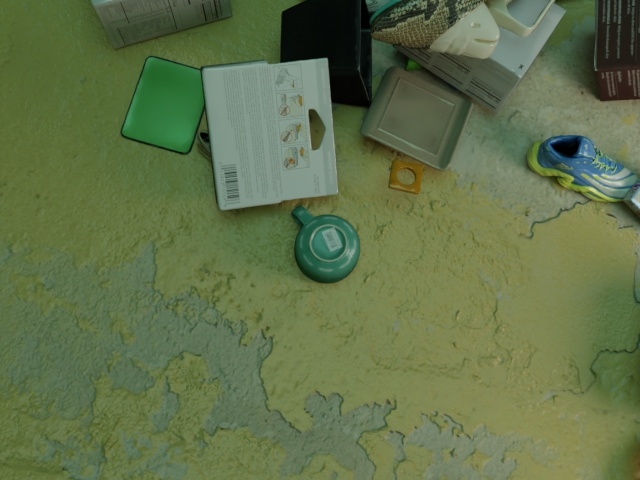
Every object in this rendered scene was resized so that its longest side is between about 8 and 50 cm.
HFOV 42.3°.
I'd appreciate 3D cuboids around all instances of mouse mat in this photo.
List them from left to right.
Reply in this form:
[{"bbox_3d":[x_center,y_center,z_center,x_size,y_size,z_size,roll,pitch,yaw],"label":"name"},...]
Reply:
[{"bbox_3d":[-0.317,-0.282,1.717,0.152,0.007,0.190,16,79,1],"label":"mouse mat"}]

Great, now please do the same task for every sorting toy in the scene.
[{"bbox_3d":[0.195,-0.244,1.694,0.196,0.047,0.348,24,66,0],"label":"sorting toy"}]

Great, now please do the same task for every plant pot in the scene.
[{"bbox_3d":[0.012,-0.384,1.668,0.166,0.188,0.188,-1,78,9],"label":"plant pot"}]

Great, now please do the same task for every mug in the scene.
[{"bbox_3d":[0.001,0.010,1.622,0.157,0.097,0.130,20,79,2],"label":"mug"}]

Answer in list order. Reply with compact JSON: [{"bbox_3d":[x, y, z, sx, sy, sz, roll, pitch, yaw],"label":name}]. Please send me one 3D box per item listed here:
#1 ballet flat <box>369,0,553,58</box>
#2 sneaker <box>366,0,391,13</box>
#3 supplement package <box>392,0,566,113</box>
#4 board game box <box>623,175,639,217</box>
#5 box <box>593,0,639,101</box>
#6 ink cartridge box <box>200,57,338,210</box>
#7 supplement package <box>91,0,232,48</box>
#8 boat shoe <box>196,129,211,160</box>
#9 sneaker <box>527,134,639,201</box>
[{"bbox_3d":[0.319,-0.446,1.534,0.482,0.164,0.182,-34,88,-22],"label":"ballet flat"},{"bbox_3d":[0.058,-0.513,1.745,0.237,0.086,0.085,13,48,13],"label":"sneaker"},{"bbox_3d":[0.321,-0.430,1.683,0.261,0.145,0.204,34,68,4],"label":"supplement package"},{"bbox_3d":[0.697,-0.071,1.675,0.154,0.026,0.103,42,80,-13],"label":"board game box"},{"bbox_3d":[0.661,-0.391,1.663,0.203,0.168,0.167,0,76,22],"label":"box"},{"bbox_3d":[-0.097,-0.210,1.601,0.238,0.060,0.275,-8,107,-11],"label":"ink cartridge box"},{"bbox_3d":[-0.336,-0.548,1.673,0.262,0.198,0.199,-17,79,-5],"label":"supplement package"},{"bbox_3d":[-0.170,-0.161,1.663,0.190,0.072,0.068,28,79,3],"label":"boat shoe"},{"bbox_3d":[0.539,-0.146,1.659,0.240,0.126,0.091,16,78,2],"label":"sneaker"}]
